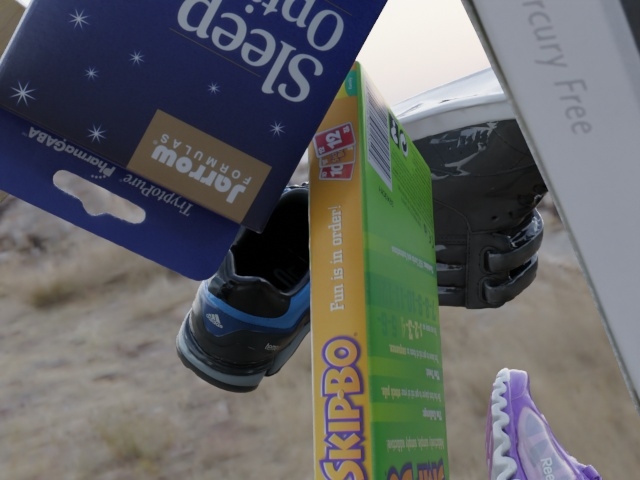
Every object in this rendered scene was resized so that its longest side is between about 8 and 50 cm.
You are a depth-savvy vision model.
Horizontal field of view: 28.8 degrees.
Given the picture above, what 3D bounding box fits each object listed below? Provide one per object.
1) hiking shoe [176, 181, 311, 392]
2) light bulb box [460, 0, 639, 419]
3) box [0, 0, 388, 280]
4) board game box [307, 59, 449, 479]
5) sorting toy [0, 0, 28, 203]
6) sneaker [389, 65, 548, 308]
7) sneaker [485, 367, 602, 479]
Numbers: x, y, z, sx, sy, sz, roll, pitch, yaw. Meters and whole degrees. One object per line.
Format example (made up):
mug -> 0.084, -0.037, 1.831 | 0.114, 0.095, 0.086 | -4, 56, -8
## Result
hiking shoe -> 0.000, 0.000, 1.052 | 0.304, 0.113, 0.132 | -51, -13, -42
light bulb box -> 0.235, -0.106, 0.486 | 0.225, 0.357, 0.361 | -13, 24, 33
box -> -0.051, -0.099, 0.541 | 0.136, 0.225, 0.036 | 26, 9, -19
board game box -> 0.030, 0.055, 0.598 | 0.039, 0.259, 0.124 | -13, -27, 17
sorting toy -> -0.230, -0.116, 0.857 | 0.274, 0.132, 0.046 | -44, 26, 12
sneaker -> 0.137, -0.039, 0.814 | 0.296, 0.146, 0.104 | -15, 16, 43
sneaker -> 0.215, 0.227, 1.185 | 0.105, 0.236, 0.095 | -5, -41, 2
